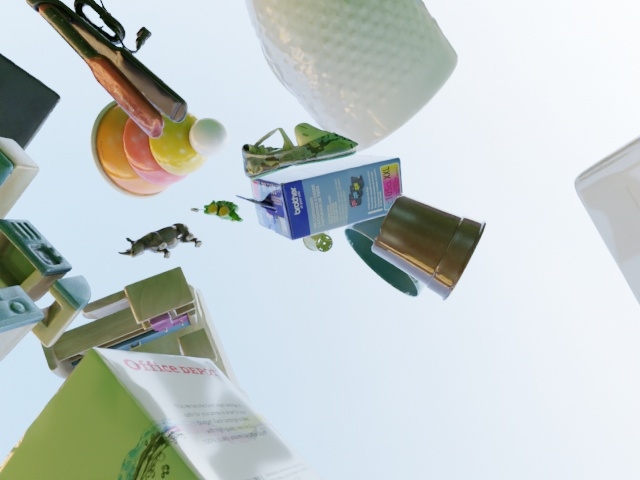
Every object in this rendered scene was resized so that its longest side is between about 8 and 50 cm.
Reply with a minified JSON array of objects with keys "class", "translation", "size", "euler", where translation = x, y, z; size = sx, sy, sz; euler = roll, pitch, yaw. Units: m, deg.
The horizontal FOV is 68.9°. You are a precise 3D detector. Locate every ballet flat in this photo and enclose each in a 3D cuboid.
[{"class":"ballet flat","translation":[-0.038,-0.132,0.658],"size":[0.188,0.070,0.070],"euler":[-9,-117,28]}]

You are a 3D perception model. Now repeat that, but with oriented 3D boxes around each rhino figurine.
[{"class":"rhino figurine","translation":[-0.494,0.007,1.421],"size":[0.243,0.073,0.106],"euler":[-20,-140,-37]}]

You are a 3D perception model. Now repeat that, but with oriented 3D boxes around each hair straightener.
[{"class":"hair straightener","translation":[-0.239,-0.221,0.532],"size":[0.230,0.047,0.089],"euler":[43,-131,-3]}]

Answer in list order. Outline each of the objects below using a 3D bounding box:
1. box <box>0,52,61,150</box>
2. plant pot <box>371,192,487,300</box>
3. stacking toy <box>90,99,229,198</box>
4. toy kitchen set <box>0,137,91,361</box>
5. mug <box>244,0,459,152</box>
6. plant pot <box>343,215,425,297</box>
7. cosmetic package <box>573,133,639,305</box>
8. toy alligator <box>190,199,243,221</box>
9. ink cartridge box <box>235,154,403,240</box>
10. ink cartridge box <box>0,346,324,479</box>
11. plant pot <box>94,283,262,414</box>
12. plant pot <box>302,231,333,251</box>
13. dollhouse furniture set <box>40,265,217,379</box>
[{"class":"box","translation":[-0.860,-0.200,1.000],"size":[0.471,0.297,0.480],"euler":[18,-105,52]},{"class":"plant pot","translation":[0.196,0.002,0.876],"size":[0.165,0.167,0.167],"euler":[28,-111,13]},{"class":"stacking toy","translation":[-0.473,-0.307,1.513],"size":[0.479,0.350,0.351],"euler":[5,-118,36]},{"class":"toy kitchen set","translation":[-0.332,0.002,0.451],"size":[0.207,0.166,0.122],"euler":[43,-80,6]},{"class":"mug","translation":[0.013,-0.366,0.868],"size":[0.328,0.374,0.276],"euler":[45,-112,-21]},{"class":"plant pot","translation":[0.241,-0.001,1.392],"size":[0.290,0.290,0.195],"euler":[41,-102,16]},{"class":"cosmetic package","translation":[0.431,-0.011,0.210],"size":[0.327,0.394,0.330],"euler":[-21,-101,-10]},{"class":"toy alligator","translation":[-0.290,-0.092,1.316],"size":[0.189,0.056,0.051],"euler":[13,-101,28]},{"class":"ink cartridge box","translation":[-0.015,-0.120,1.240],"size":[0.395,0.270,0.151],"euler":[-17,-73,-22]},{"class":"ink cartridge box","translation":[-0.113,0.227,0.372],"size":[0.232,0.171,0.168],"euler":[37,-92,27]},{"class":"plant pot","translation":[-0.319,0.267,0.955],"size":[0.333,0.334,0.306],"euler":[-17,-109,-7]},{"class":"plant pot","translation":[0.000,0.000,1.338],"size":[0.083,0.079,0.084],"euler":[-5,-75,-19]},{"class":"dollhouse furniture set","translation":[-0.225,0.237,0.638],"size":[0.198,0.286,0.304],"euler":[-22,-100,-19]}]
